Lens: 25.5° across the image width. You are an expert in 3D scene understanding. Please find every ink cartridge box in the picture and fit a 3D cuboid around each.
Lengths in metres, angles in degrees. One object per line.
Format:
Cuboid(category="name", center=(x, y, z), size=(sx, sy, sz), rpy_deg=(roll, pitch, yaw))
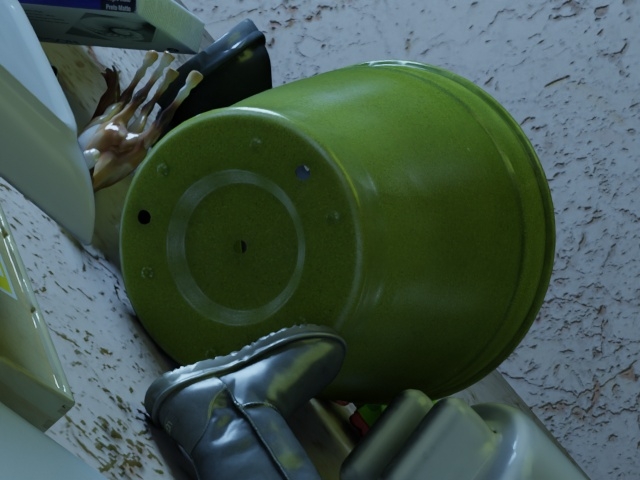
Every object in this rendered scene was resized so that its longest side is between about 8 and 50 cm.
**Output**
Cuboid(category="ink cartridge box", center=(-0.268, -0.256, 1.516), size=(0.223, 0.045, 0.224), rpy_deg=(8, -7, 20))

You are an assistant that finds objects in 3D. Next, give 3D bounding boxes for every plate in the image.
Cuboid(category="plate", center=(-0.246, -0.158, 0.872), size=(0.277, 0.045, 0.278), rpy_deg=(46, 9, -47))

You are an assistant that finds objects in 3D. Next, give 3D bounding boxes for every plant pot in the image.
Cuboid(category="plant pot", center=(0.000, 0.000, 1.336), size=(0.366, 0.366, 0.353), rpy_deg=(52, 20, 13))

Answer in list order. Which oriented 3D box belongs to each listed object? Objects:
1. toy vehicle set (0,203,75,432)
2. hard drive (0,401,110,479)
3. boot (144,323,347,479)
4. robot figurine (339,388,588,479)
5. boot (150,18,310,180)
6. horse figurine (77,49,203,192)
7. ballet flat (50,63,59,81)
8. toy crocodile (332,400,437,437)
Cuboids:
Cuboid(category="toy vehicle set", center=(-0.258, -0.003, 0.918), size=(0.166, 0.035, 0.267), rpy_deg=(41, 12, -43))
Cuboid(category="hard drive", center=(-0.203, 0.115, 0.650), size=(0.353, 0.047, 0.233), rpy_deg=(45, 10, -33))
Cuboid(category="boot", center=(-0.016, 0.168, 1.055), size=(0.208, 0.190, 0.076), rpy_deg=(47, -33, 38))
Cuboid(category="robot figurine", center=(0.177, 0.292, 1.309), size=(0.353, 0.200, 0.300), rpy_deg=(46, -15, -18))
Cuboid(category="boot", center=(-0.010, -0.027, 1.699), size=(0.445, 0.146, 0.367), rpy_deg=(52, -11, 1))
Cuboid(category="horse figurine", center=(-0.197, -0.107, 1.371), size=(0.066, 0.174, 0.263), rpy_deg=(38, -2, -18))
Cuboid(category="ballet flat", center=(-0.276, -0.134, 1.349), size=(0.057, 0.049, 0.173), rpy_deg=(51, 7, -27))
Cuboid(category="toy crocodile", center=(0.044, 0.154, 1.591), size=(0.340, 0.105, 0.115), rpy_deg=(55, -8, 1))
